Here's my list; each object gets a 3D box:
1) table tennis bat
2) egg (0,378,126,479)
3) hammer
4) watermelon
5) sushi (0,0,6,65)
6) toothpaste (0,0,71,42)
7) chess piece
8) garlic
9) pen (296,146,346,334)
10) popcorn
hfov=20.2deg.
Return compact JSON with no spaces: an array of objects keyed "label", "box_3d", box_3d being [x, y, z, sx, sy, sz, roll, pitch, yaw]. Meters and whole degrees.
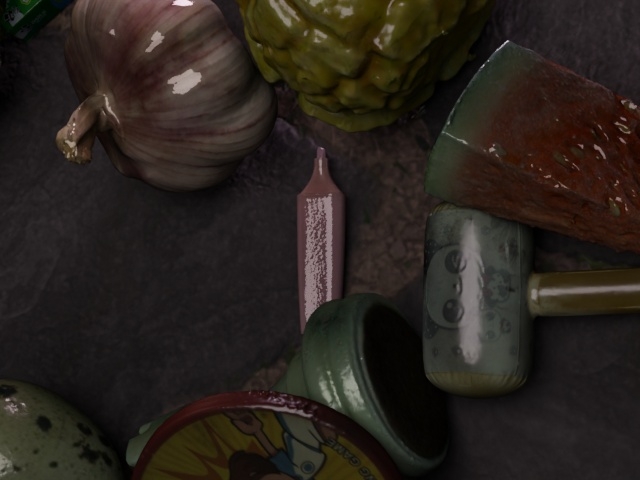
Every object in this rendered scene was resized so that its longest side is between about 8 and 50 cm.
[{"label":"table tennis bat","box_3d":[-0.078,0.292,1.735,0.268,0.051,0.415,36,127,-7]},{"label":"egg","box_3d":[-0.312,0.238,1.866,0.228,0.177,0.177,17,87,8]},{"label":"hammer","box_3d":[0.251,0.053,1.734,0.305,0.113,0.202,-1,84,12]},{"label":"watermelon","box_3d":[0.252,-0.078,1.706,0.256,0.140,0.193,31,60,11]},{"label":"sushi","box_3d":[-0.498,-0.235,1.982,0.294,0.178,0.352,23,101,27]},{"label":"toothpaste","box_3d":[-0.261,-0.335,2.007,0.266,0.050,0.065,-40,73,11]},{"label":"chess piece","box_3d":[-0.042,0.188,1.779,0.299,0.194,0.195,-25,73,24]},{"label":"garlic","box_3d":[-0.187,-0.140,1.824,0.245,0.253,0.245,22,132,26]},{"label":"pen","box_3d":[0.000,0.000,1.865,0.053,0.032,0.197,-1,83,21]},{"label":"popcorn","box_3d":[0.048,-0.261,1.775,0.282,0.282,0.247,-42,67,9]}]
